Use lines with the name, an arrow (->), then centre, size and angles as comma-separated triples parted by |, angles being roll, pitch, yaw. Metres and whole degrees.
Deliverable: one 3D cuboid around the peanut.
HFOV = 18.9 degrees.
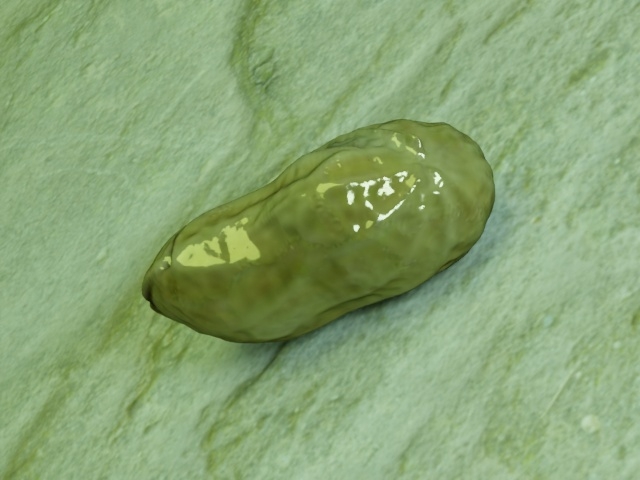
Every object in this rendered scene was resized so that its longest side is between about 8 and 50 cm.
peanut -> 0.003, 0.001, 1.784 | 0.340, 0.158, 0.174 | -30, 2, 22
